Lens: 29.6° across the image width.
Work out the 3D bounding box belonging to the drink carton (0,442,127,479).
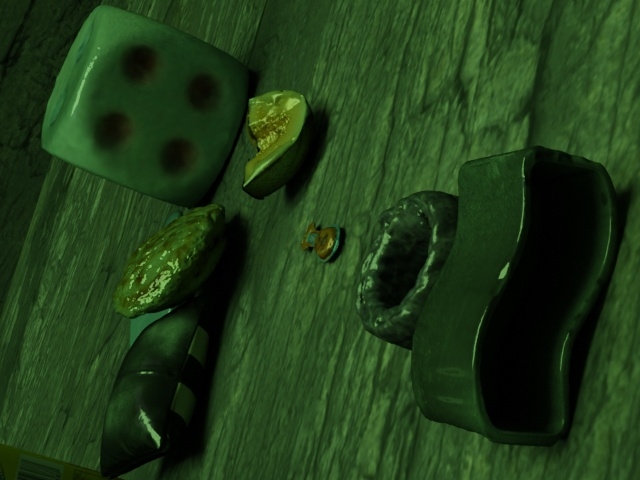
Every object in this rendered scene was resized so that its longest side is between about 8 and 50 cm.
[{"bbox_3d":[-0.431,0.367,1.685,0.154,0.351,0.111,-43,34,47],"label":"drink carton"}]

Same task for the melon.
[{"bbox_3d":[-0.048,-0.128,1.618,0.128,0.079,0.160,-28,42,33],"label":"melon"}]

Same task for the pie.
[{"bbox_3d":[-0.206,0.030,1.759,0.201,0.090,0.248,-35,16,15],"label":"pie"}]

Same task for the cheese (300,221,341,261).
[{"bbox_3d":[0.001,0.000,1.456,0.047,0.017,0.111,-67,21,-3],"label":"cheese"}]

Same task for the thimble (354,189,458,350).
[{"bbox_3d":[0.105,0.030,1.082,0.150,0.097,0.150,-48,31,42],"label":"thimble"}]

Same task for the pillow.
[{"bbox_3d":[-0.228,0.199,1.688,0.186,0.106,0.250,-33,35,48],"label":"pillow"}]

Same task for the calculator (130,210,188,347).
[{"bbox_3d":[-0.255,0.079,1.945,0.188,0.042,0.303,-50,32,41],"label":"calculator"}]

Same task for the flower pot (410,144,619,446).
[{"bbox_3d":[0.151,0.044,0.957,0.108,0.103,0.229,-1,71,67],"label":"flower pot"}]

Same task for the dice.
[{"bbox_3d":[-0.290,-0.220,1.990,0.262,0.268,0.264,-68,21,2],"label":"dice"}]
